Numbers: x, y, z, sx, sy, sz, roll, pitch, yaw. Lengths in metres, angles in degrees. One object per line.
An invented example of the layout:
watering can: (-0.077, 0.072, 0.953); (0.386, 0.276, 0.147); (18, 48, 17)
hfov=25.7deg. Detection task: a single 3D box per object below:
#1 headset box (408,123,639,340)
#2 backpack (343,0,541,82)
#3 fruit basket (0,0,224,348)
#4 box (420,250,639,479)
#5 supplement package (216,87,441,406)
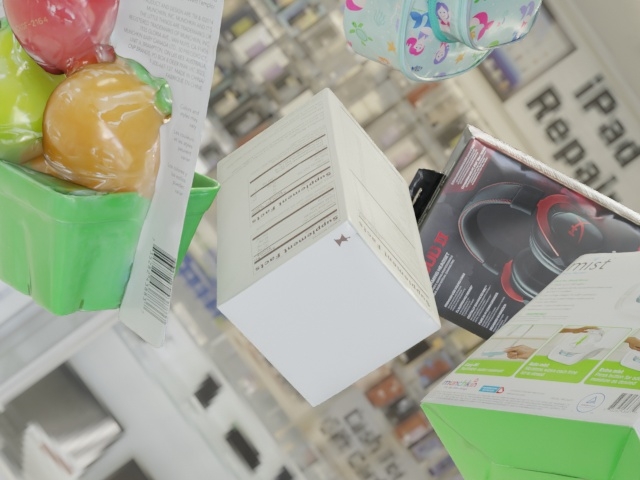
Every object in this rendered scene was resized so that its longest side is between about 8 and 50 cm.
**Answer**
headset box: (0.231, 0.009, 1.721); (0.293, 0.218, 0.110); (28, 13, -4)
backpack: (0.141, -0.300, 1.547); (0.191, 0.254, 0.225); (33, 30, 28)
fruit basket: (-0.181, -0.134, 1.102); (0.165, 0.353, 0.327); (3, 16, -46)
box: (0.256, 0.116, 1.157); (0.262, 0.231, 0.127); (-4, -61, 57)
supplement package: (0.000, 0.000, 1.223); (0.139, 0.134, 0.244); (49, 17, -26)
